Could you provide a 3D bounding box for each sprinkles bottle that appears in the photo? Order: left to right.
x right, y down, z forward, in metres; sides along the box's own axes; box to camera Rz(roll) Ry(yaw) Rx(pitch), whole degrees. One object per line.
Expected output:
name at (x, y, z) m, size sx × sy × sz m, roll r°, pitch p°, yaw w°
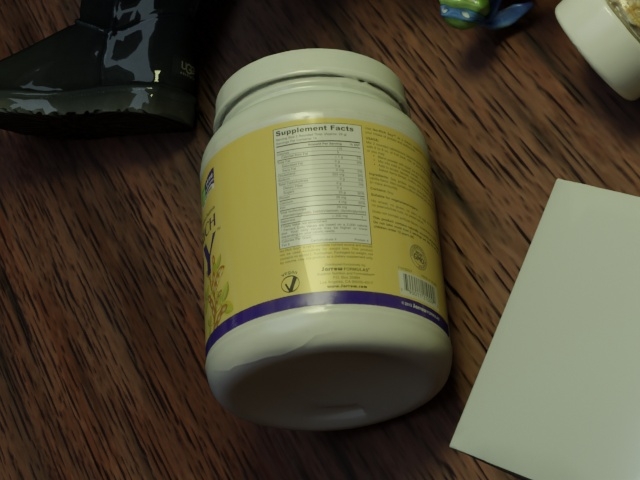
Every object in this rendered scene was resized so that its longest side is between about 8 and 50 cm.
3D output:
sprinkles bottle at (0.389, -0.286, 1.435) m, size 0.355 × 0.121 × 0.121 m, roll -40°, pitch 49°, yaw 19°

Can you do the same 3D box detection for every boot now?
boot at (-0.284, -0.362, 2.001) m, size 0.367 × 0.146 × 0.445 m, roll 2°, pitch 80°, yaw 28°

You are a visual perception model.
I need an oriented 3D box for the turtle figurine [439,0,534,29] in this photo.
turtle figurine at (0.146, -0.364, 1.552) m, size 0.198 × 0.274 × 0.266 m, roll 10°, pitch 79°, yaw 66°

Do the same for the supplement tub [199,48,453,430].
supplement tub at (0.000, 0.000, 1.548) m, size 0.241 × 0.241 × 0.331 m, roll -23°, pitch 56°, yaw 31°

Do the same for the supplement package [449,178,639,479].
supplement package at (0.270, 0.106, 1.332) m, size 0.204 × 0.145 × 0.262 m, roll 17°, pitch 81°, yaw 44°
